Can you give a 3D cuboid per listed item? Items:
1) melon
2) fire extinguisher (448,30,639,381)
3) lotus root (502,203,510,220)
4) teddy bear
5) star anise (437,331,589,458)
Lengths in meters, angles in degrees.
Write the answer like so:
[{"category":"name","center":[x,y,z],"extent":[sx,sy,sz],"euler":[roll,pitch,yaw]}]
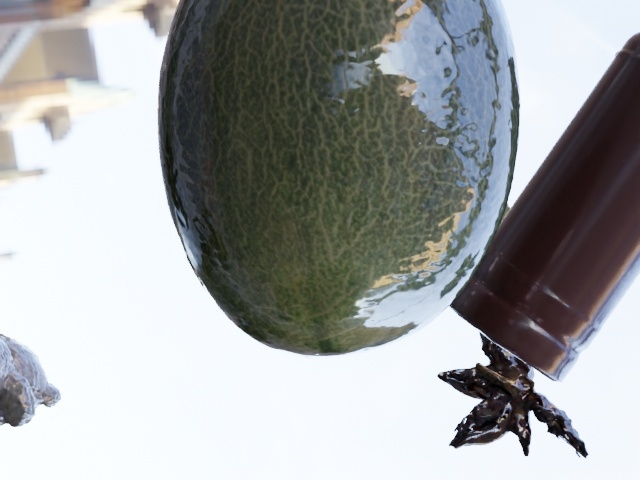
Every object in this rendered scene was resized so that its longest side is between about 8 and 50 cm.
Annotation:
[{"category":"melon","center":[0.012,-0.074,1.006],"extent":[0.237,0.237,0.302],"euler":[-170,-99,-64]},{"category":"fire extinguisher","center":[0.237,-0.058,1.206],"extent":[0.337,0.114,0.135],"euler":[-55,-173,3]},{"category":"lotus root","center":[0.115,-0.052,2.249],"extent":[0.149,0.267,0.260],"euler":[85,-18,-71]},{"category":"teddy bear","center":[-0.490,0.189,2.139],"extent":[0.151,0.236,0.267],"euler":[-65,164,-11]},{"category":"star anise","center":[0.216,0.190,1.859],"extent":[0.053,0.157,0.212],"euler":[32,35,-82]}]
